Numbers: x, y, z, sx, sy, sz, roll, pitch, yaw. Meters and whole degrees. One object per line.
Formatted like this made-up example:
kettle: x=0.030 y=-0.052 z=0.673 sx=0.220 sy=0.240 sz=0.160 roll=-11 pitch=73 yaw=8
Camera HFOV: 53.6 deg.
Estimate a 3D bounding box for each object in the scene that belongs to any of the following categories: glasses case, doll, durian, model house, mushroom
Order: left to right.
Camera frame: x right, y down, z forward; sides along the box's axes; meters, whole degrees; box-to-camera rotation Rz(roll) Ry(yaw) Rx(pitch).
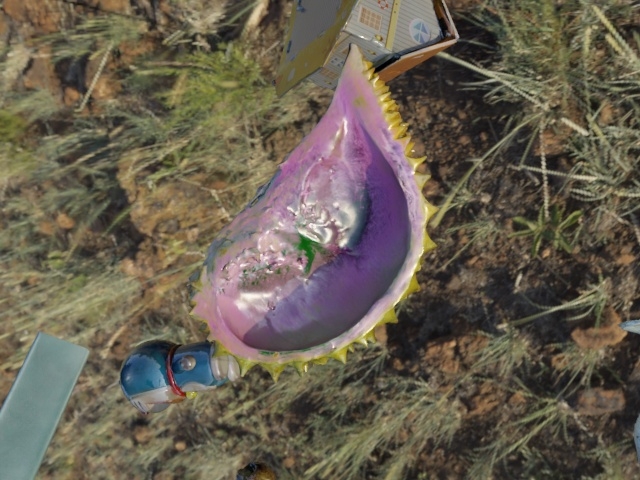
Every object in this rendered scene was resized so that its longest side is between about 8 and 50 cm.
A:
glasses case: x=-0.323 y=0.243 z=0.686 sx=0.056 sy=0.266 sz=0.105 roll=11 pitch=147 yaw=5
doll: x=-0.172 y=0.155 z=0.744 sx=0.152 sy=0.114 sz=0.085 roll=-13 pitch=71 yaw=15
mushroom: x=-0.147 y=0.388 z=0.919 sx=0.061 sy=0.187 sz=0.060 roll=61 pitch=176 yaw=-36
durian: x=0.010 y=0.008 z=0.555 sx=0.260 sy=0.154 sz=0.186 roll=-40 pitch=60 yaw=17
model house: x=0.064 y=-0.236 z=0.653 sx=0.219 sy=0.136 sz=0.207 roll=-12 pitch=63 yaw=62

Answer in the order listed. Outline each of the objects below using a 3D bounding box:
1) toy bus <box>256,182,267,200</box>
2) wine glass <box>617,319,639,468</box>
toy bus: x=-0.008 y=-0.035 z=1.134 sx=0.292 sy=0.126 sz=0.133 roll=30 pitch=140 yaw=59
wine glass: x=0.622 y=0.292 z=1.124 sx=0.143 sy=0.143 sz=0.320 roll=-19 pitch=65 yaw=44
